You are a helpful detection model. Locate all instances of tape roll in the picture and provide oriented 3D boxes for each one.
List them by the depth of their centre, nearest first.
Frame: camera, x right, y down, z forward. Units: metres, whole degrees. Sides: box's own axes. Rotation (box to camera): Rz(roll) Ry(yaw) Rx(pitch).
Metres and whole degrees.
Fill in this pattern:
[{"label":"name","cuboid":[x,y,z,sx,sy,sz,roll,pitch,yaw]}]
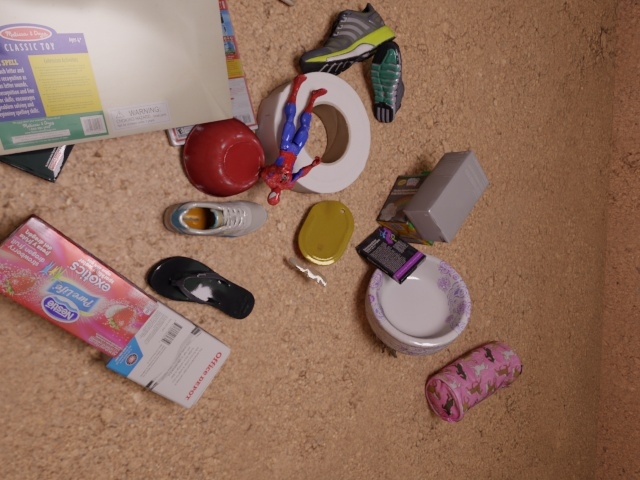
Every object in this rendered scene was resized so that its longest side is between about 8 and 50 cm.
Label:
[{"label":"tape roll","cuboid":[-0.013,-0.258,1.005,0.286,0.100,0.286,-5,99,-34]}]

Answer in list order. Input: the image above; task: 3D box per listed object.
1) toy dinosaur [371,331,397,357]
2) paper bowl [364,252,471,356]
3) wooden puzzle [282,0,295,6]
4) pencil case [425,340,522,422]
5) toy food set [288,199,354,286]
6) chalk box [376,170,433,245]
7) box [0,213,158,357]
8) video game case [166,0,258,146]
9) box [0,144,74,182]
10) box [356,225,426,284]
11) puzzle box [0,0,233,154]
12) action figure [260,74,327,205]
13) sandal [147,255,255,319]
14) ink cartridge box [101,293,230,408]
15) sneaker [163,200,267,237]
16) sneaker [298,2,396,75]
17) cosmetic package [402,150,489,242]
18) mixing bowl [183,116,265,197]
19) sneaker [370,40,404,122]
[{"label":"toy dinosaur","cuboid":[0.201,0.275,1.254,0.092,0.053,0.183,-8,97,-52]},{"label":"paper bowl","cuboid":[0.267,0.187,1.170,0.284,0.284,0.148,-41,160,-25]},{"label":"wooden puzzle","cuboid":[-0.123,-0.690,0.913,0.221,0.044,0.239,13,88,-35]},{"label":"pencil case","cuboid":[0.544,0.493,1.445,0.386,0.167,0.160,-13,135,-33]},{"label":"toy food set","cuboid":[0.000,0.000,1.069,0.128,0.071,0.218,30,75,-9]},{"label":"chalk box","cuboid":[0.290,-0.110,1.213,0.132,0.132,0.213,37,75,-32]},{"label":"box","cuboid":[-0.439,0.080,0.725,0.257,0.128,0.123,47,69,-30]},{"label":"video game case","cuboid":[-0.259,-0.361,0.865,0.204,0.025,0.285,-22,108,-31]},{"label":"box","cuboid":[-0.499,-0.234,0.695,0.175,0.051,0.220,28,79,-34]},{"label":"box","cuboid":[0.200,0.038,1.159,0.116,0.162,0.029,-39,152,-25]},{"label":"puzzle box","cuboid":[-0.355,-0.317,0.685,0.409,0.052,0.272,-21,123,-34]},{"label":"action figure","cuboid":[-0.044,-0.204,0.849,0.091,0.139,0.280,20,87,-33]},{"label":"sandal","cuboid":[-0.249,0.105,0.905,0.254,0.054,0.097,26,80,-34]},{"label":"ink cartridge box","cuboid":[-0.316,0.232,0.853,0.203,0.086,0.148,46,70,-31]},{"label":"sneaker","cuboid":[-0.213,-0.045,0.892,0.228,0.092,0.087,-7,98,-36]},{"label":"sneaker","cuboid":[0.054,-0.505,1.036,0.300,0.111,0.121,-36,98,-28]},{"label":"cosmetic package","cuboid":[0.344,-0.120,1.110,0.238,0.107,0.127,-48,119,-18]},{"label":"mixing bowl","cuboid":[-0.187,-0.172,0.874,0.181,0.098,0.181,-15,115,-35]},{"label":"sneaker","cuboid":[0.191,-0.440,1.113,0.098,0.083,0.224,-50,153,-33]}]
